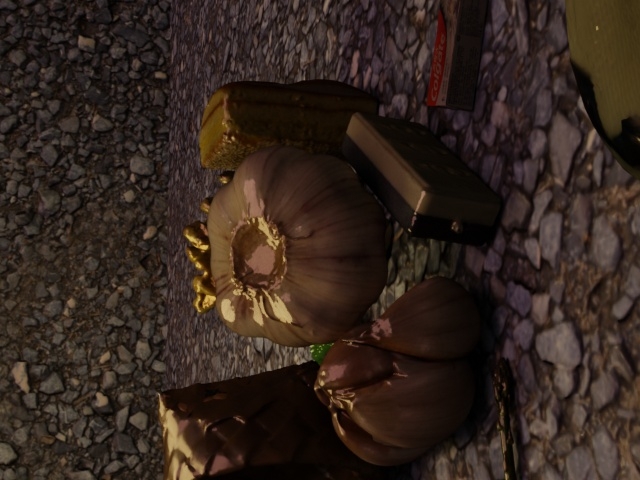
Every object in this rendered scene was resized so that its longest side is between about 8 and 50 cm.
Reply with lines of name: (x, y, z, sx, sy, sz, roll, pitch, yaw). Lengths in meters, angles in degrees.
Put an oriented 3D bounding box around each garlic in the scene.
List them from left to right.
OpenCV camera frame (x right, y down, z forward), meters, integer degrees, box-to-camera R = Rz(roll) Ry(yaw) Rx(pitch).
garlic: (0.000, 0.000, 1.109, 0.245, 0.253, 0.245, 8, 104, 37)
garlic: (0.100, 0.156, 1.009, 0.160, 0.191, 0.214, 58, 137, 13)

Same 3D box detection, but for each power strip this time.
power strip: (0.116, -0.078, 1.067, 0.257, 0.105, 0.070, -121, 42, -55)

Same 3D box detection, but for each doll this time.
doll: (0.019, 0.150, 1.362, 0.190, 0.050, 0.115, 131, 134, -61)

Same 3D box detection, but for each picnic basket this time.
picnic basket: (-0.054, 0.352, 1.147, 0.337, 0.293, 0.337, -12, -90, -80)

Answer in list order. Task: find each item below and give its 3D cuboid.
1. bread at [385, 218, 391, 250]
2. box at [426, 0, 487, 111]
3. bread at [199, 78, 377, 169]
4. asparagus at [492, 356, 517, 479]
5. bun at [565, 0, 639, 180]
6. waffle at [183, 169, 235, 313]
bread: (0.003, 0.024, 1.245, 0.060, 0.178, 0.139, -127, 47, -60)
box: (0.166, -0.264, 1.058, 0.055, 0.039, 0.218, -154, 69, -66)
bread: (-0.053, -0.171, 1.352, 0.184, 0.234, 0.110, 157, 112, -68)
asparagus: (0.195, 0.236, 0.923, 0.022, 0.023, 0.233, -8, 74, 23)
bun: (0.276, -0.173, 0.594, 0.283, 0.179, 0.283, 174, 90, -88)
waffle: (-0.068, -0.011, 1.291, 0.065, 0.309, 0.283, 28, 157, 37)
